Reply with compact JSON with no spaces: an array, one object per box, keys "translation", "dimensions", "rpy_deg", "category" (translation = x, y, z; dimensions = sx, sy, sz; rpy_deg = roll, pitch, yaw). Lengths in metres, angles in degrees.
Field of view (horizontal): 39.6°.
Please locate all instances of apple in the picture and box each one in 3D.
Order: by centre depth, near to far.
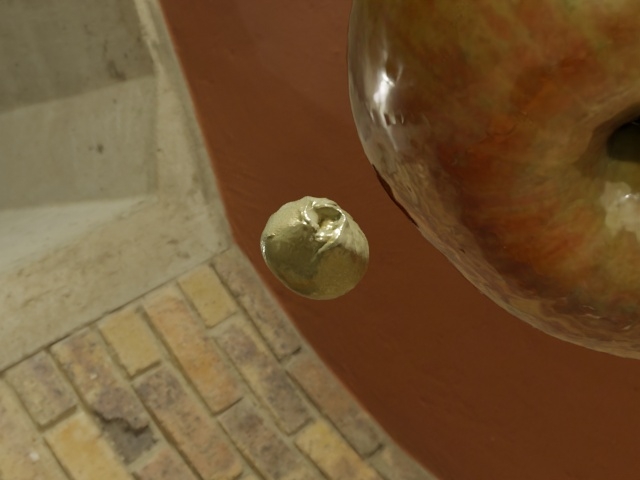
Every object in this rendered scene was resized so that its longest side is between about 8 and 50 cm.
[{"translation":[0.159,-0.107,0.472],"dimensions":[0.302,0.302,0.301],"rpy_deg":[21,-56,33],"category":"apple"}]

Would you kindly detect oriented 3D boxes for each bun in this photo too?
[{"translation":[0.000,0.000,0.660],"dimensions":[0.086,0.086,0.054],"rpy_deg":[45,-53,14],"category":"bun"}]
